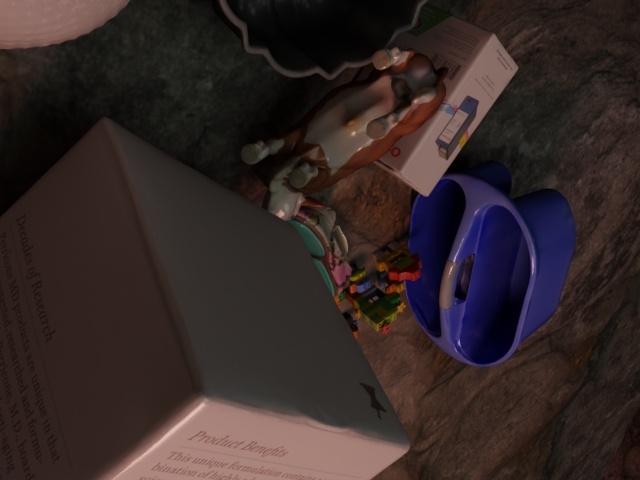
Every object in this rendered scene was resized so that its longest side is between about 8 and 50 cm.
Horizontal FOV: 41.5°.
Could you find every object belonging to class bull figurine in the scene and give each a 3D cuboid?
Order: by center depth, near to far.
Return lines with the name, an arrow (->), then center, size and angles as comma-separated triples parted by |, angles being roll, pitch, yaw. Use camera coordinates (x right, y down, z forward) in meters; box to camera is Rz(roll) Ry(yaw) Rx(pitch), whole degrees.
bull figurine -> 0.015, -0.117, 1.001 | 0.310, 0.101, 0.188 | -38, 177, 16

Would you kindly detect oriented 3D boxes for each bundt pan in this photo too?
bundt pan -> -0.006, -0.346, 0.891 | 0.330, 0.124, 0.331 | -26, 135, -29

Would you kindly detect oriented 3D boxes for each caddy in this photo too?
caddy -> 0.252, 0.039, 1.347 | 0.179, 0.241, 0.341 | -26, 134, -37

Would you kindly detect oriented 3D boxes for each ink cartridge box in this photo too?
ink cartridge box -> 0.130, -0.190, 1.117 | 0.212, 0.154, 0.093 | -55, 142, 3

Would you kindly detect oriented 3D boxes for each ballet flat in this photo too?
ballet flat -> 0.000, 0.000, 1.213 | 0.079, 0.076, 0.221 | -58, 149, -22

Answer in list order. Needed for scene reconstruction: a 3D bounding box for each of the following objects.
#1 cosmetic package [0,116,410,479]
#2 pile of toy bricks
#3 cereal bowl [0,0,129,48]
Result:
cosmetic package -> -0.194, 0.166, 0.866 | 0.393, 0.327, 0.329 | -40, 144, 15
pile of toy bricks -> 0.079, 0.105, 1.332 | 0.212, 0.105, 0.118 | -32, 137, -22
cereal bowl -> -0.199, -0.306, 0.596 | 0.339, 0.141, 0.339 | 3, 90, -71
